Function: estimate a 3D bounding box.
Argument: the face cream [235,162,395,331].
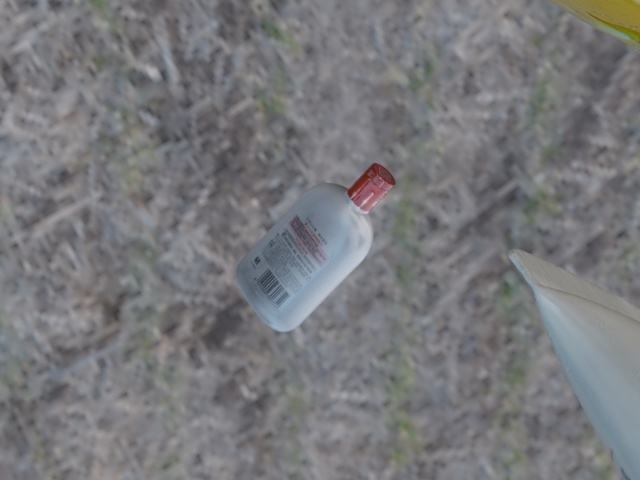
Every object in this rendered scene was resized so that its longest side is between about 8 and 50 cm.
[{"bbox_3d":[0.000,0.000,0.805,0.083,0.040,0.021,-46,158,24],"label":"face cream"}]

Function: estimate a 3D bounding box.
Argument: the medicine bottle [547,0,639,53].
[{"bbox_3d":[0.109,-0.101,0.507,0.239,0.124,0.124,23,116,-36],"label":"medicine bottle"}]

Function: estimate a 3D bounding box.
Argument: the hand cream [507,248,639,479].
[{"bbox_3d":[0.178,0.128,0.675,0.089,0.314,0.139,-46,147,15],"label":"hand cream"}]
